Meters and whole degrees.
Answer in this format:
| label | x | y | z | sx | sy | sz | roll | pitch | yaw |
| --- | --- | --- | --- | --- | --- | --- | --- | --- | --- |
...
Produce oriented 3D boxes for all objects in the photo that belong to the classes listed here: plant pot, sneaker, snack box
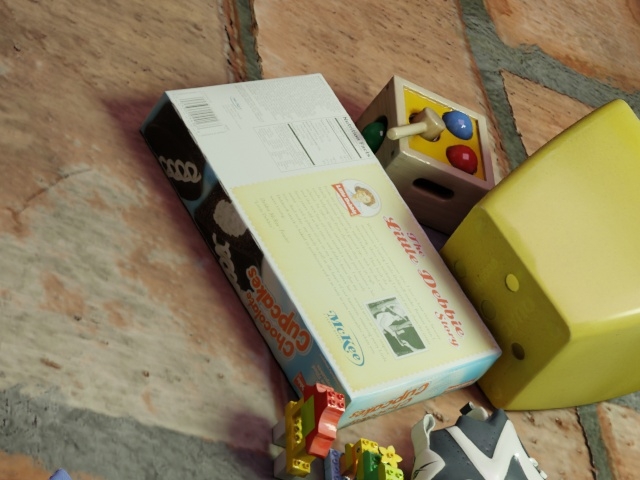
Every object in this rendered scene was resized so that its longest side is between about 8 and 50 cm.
| label | x | y | z | sx | sy | sz | roll | pitch | yaw |
| --- | --- | --- | --- | --- | --- | --- | --- | --- | --- |
| plant pot | 0.215 | 0.033 | 1.364 | 0.187 | 0.212 | 0.212 | -19 | 67 | -35 |
| sneaker | 0.160 | 0.203 | 1.226 | 0.235 | 0.094 | 0.153 | 15 | 44 | -29 |
| snack box | 0.000 | 0.000 | 1.311 | 0.187 | 0.060 | 0.322 | -12 | 61 | -42 |

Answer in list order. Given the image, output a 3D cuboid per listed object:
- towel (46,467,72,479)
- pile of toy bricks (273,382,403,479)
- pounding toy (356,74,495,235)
| label | x | y | z | sx | sy | sz | roll | pitch | yaw |
| --- | --- | --- | --- | --- | --- | --- | --- | --- | --- |
| towel | -0.101 | 0.321 | 0.945 | 0.336 | 0.040 | 0.243 | 39 | 39 | 0 |
| pile of toy bricks | 0.032 | 0.202 | 1.108 | 0.118 | 0.105 | 0.212 | 21 | 42 | -24 |
| pounding toy | 0.095 | -0.089 | 1.449 | 0.141 | 0.100 | 0.130 | 22 | 41 | -23 |
